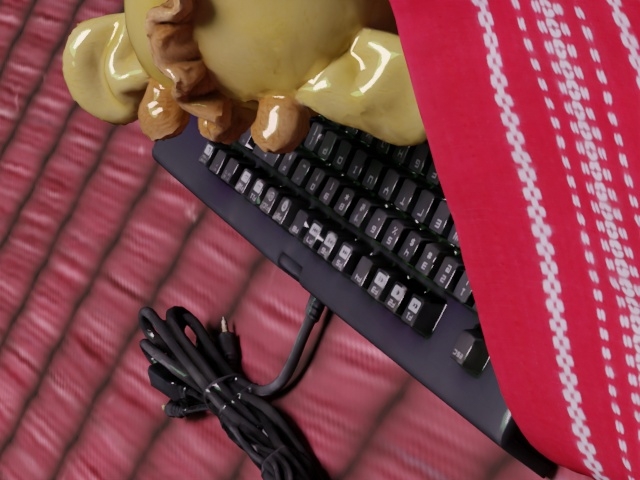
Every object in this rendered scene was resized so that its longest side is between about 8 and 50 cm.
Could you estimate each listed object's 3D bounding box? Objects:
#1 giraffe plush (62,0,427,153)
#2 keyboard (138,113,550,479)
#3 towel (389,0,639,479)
[{"bbox_3d":[-0.004,-0.115,0.581,0.181,0.210,0.170,12,105,59],"label":"giraffe plush"},{"bbox_3d":[0.000,0.000,0.659,0.317,0.033,0.201,37,108,61],"label":"keyboard"},{"bbox_3d":[0.095,-0.001,0.371,0.275,0.031,0.199,24,136,63],"label":"towel"}]
